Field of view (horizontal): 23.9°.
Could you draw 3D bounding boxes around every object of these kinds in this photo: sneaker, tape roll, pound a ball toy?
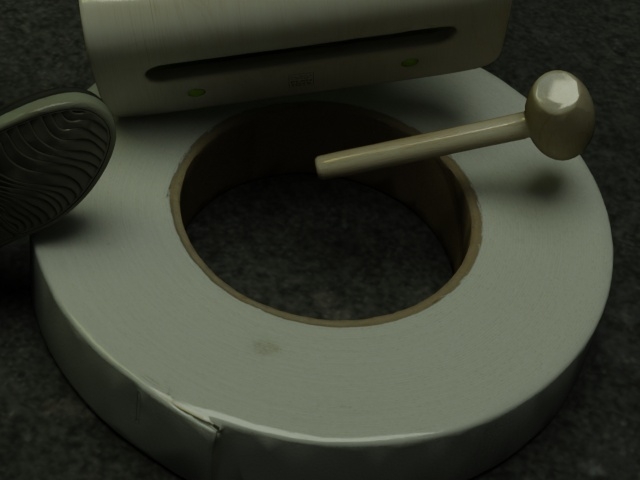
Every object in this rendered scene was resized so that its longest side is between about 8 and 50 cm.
[{"bbox_3d":[-0.222,-0.053,0.952,0.222,0.083,0.118,-32,41,21],"label":"sneaker"},{"bbox_3d":[0.000,0.000,1.014,0.392,0.072,0.392,5,48,-5],"label":"tape roll"},{"bbox_3d":[0.009,-0.147,0.976,0.319,0.136,0.208,-8,67,-2],"label":"pound a ball toy"}]
